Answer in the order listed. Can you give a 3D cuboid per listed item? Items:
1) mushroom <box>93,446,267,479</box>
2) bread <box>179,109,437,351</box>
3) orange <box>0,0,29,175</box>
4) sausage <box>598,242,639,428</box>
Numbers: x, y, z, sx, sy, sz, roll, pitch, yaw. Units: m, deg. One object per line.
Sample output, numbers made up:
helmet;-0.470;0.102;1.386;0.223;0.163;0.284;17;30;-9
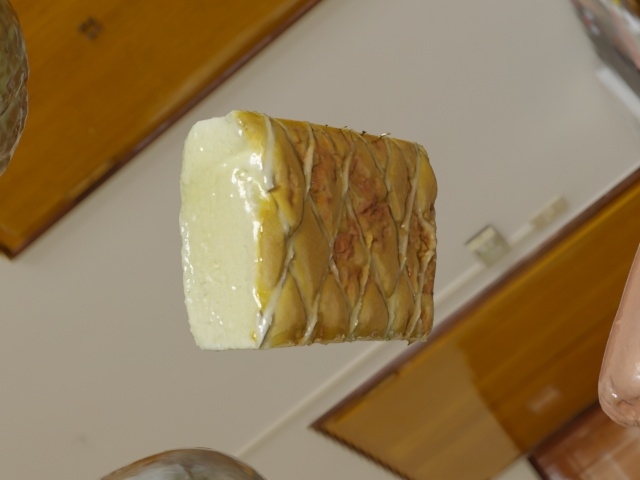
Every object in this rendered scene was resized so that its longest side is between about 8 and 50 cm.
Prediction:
mushroom;-0.133;0.270;1.063;0.178;0.226;0.226;57;-173;-2
bread;-0.001;0.000;0.727;0.188;0.068;0.125;4;-100;-57
orange;-0.418;-0.146;1.099;0.329;0.329;0.249;48;-168;-21
sausage;0.113;0.021;0.406;0.034;0.083;0.034;20;155;10
